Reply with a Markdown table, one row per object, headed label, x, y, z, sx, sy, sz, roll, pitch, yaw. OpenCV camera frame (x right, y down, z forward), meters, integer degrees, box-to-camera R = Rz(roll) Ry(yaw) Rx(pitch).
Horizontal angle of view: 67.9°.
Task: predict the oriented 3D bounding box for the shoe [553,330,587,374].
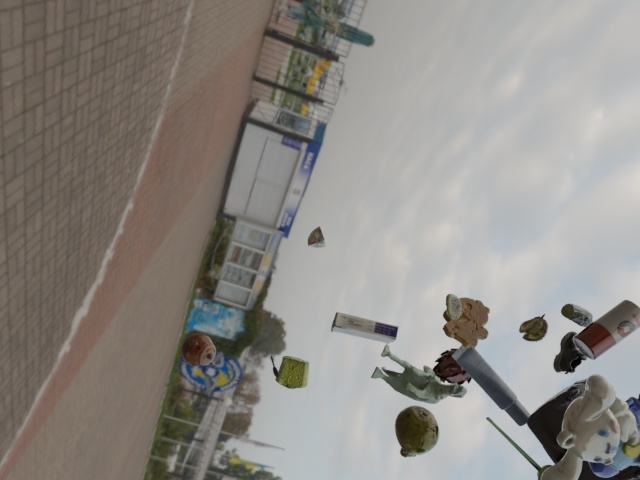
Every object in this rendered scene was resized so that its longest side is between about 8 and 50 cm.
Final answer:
| label | x | y | z | sx | sy | sz | roll | pitch | yaw |
| --- | --- | --- | --- | --- | --- | --- | --- | --- | --- |
| shoe | 0.936 | 0.421 | 1.756 | 0.099 | 0.071 | 0.169 | 7 | -116 | 60 |

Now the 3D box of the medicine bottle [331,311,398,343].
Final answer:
| label | x | y | z | sx | sy | sz | roll | pitch | yaw |
| --- | --- | --- | --- | --- | --- | --- | --- | --- | --- |
| medicine bottle | 0.135 | 0.285 | 1.520 | 0.171 | 0.201 | 0.052 | 90 | 13 | -73 |

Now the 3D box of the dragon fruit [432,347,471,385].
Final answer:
| label | x | y | z | sx | sy | sz | roll | pitch | yaw |
| --- | --- | --- | --- | --- | --- | --- | --- | --- | --- |
| dragon fruit | 0.629 | 0.595 | 2.228 | 0.188 | 0.182 | 0.182 | -50 | 177 | -26 |

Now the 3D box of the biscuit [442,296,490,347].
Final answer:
| label | x | y | z | sx | sy | sz | roll | pitch | yaw |
| --- | --- | --- | --- | --- | --- | --- | --- | --- | --- |
| biscuit | 0.568 | 0.309 | 1.844 | 0.249 | 0.184 | 0.035 | -49 | 162 | -44 |

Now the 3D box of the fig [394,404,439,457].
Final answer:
| label | x | y | z | sx | sy | sz | roll | pitch | yaw |
| --- | --- | --- | --- | --- | --- | --- | --- | --- | --- |
| fig | 0.294 | 0.622 | 1.532 | 0.186 | 0.142 | 0.148 | -53 | 166 | 17 |

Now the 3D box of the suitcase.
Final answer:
| label | x | y | z | sx | sy | sz | roll | pitch | yaw |
| --- | --- | --- | --- | --- | --- | --- | --- | --- | --- |
| suitcase | 0.948 | 0.702 | 1.680 | 0.345 | 0.188 | 0.339 | 53 | -40 | 28 |

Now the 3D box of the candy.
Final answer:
| label | x | y | z | sx | sy | sz | roll | pitch | yaw |
| --- | --- | --- | --- | --- | --- | --- | --- | --- | --- |
| candy | 0.738 | 0.774 | 1.733 | 0.093 | 0.335 | 0.092 | -44 | 160 | -11 |

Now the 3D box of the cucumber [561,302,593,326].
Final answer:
| label | x | y | z | sx | sy | sz | roll | pitch | yaw |
| --- | --- | --- | --- | --- | --- | --- | --- | --- | --- |
| cucumber | 0.895 | 0.257 | 1.658 | 0.064 | 0.112 | 0.064 | -46 | -151 | 35 |

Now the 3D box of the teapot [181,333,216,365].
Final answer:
| label | x | y | z | sx | sy | sz | roll | pitch | yaw |
| --- | --- | --- | --- | --- | --- | --- | --- | --- | --- |
| teapot | -0.406 | 0.384 | 1.629 | 0.173 | 0.116 | 0.116 | 72 | 24 | -47 |

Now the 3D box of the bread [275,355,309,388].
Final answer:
| label | x | y | z | sx | sy | sz | roll | pitch | yaw |
| --- | --- | --- | --- | --- | --- | --- | --- | --- | --- |
| bread | -0.106 | 0.520 | 1.874 | 0.111 | 0.129 | 0.114 | 75 | 27 | -86 |

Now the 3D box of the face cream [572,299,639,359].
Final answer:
| label | x | y | z | sx | sy | sz | roll | pitch | yaw |
| --- | --- | --- | --- | --- | --- | --- | --- | --- | --- |
| face cream | 0.953 | 0.295 | 1.569 | 0.214 | 0.095 | 0.096 | -35 | -173 | -2 |

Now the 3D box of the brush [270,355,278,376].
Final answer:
| label | x | y | z | sx | sy | sz | roll | pitch | yaw |
| --- | --- | --- | --- | --- | --- | --- | --- | --- | --- |
| brush | -0.175 | 0.475 | 1.794 | 0.024 | 0.008 | 0.083 | -21 | -100 | 34 |

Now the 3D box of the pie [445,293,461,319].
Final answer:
| label | x | y | z | sx | sy | sz | roll | pitch | yaw |
| --- | --- | --- | --- | --- | --- | --- | --- | --- | --- |
| pie | 0.406 | 0.200 | 1.445 | 0.021 | 0.084 | 0.084 | -19 | -135 | 41 |

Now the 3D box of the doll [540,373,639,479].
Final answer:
| label | x | y | z | sx | sy | sz | roll | pitch | yaw |
| --- | --- | --- | --- | --- | --- | --- | --- | --- | --- |
| doll | 0.813 | 0.534 | 1.319 | 0.187 | 0.366 | 0.376 | -111 | -150 | -45 |

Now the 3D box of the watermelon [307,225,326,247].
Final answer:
| label | x | y | z | sx | sy | sz | roll | pitch | yaw |
| --- | --- | --- | --- | --- | --- | --- | --- | --- | --- |
| watermelon | 0.000 | 0.000 | 1.685 | 0.061 | 0.085 | 0.085 | 15 | -94 | 55 |

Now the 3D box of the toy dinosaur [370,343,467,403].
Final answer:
| label | x | y | z | sx | sy | sz | roll | pitch | yaw |
| --- | --- | --- | --- | --- | --- | --- | --- | --- | --- |
| toy dinosaur | 0.229 | 0.373 | 1.294 | 0.092 | 0.206 | 0.393 | -62 | -177 | -23 |

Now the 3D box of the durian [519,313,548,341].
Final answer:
| label | x | y | z | sx | sy | sz | roll | pitch | yaw |
| --- | --- | --- | --- | --- | --- | --- | --- | --- | --- |
| durian | 0.927 | 0.376 | 2.041 | 0.140 | 0.071 | 0.110 | -55 | -134 | 8 |

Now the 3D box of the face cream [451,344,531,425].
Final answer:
| label | x | y | z | sx | sy | sz | roll | pitch | yaw |
| --- | --- | --- | --- | --- | --- | --- | --- | --- | --- |
| face cream | 0.715 | 0.597 | 1.985 | 0.136 | 0.385 | 0.086 | -30 | 163 | -38 |
